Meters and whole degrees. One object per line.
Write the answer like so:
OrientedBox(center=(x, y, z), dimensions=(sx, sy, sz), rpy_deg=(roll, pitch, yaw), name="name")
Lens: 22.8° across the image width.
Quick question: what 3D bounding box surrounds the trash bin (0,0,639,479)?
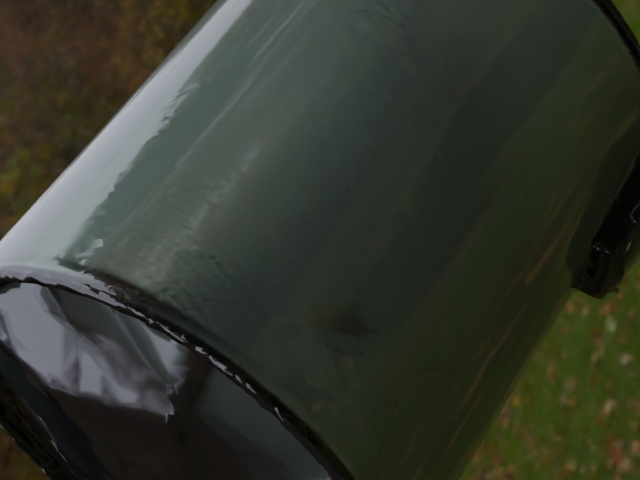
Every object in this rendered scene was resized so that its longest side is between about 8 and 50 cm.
OrientedBox(center=(0.000, 0.000, 0.712), dimensions=(0.262, 0.277, 0.217), rpy_deg=(-54, -18, -31), name="trash bin")
